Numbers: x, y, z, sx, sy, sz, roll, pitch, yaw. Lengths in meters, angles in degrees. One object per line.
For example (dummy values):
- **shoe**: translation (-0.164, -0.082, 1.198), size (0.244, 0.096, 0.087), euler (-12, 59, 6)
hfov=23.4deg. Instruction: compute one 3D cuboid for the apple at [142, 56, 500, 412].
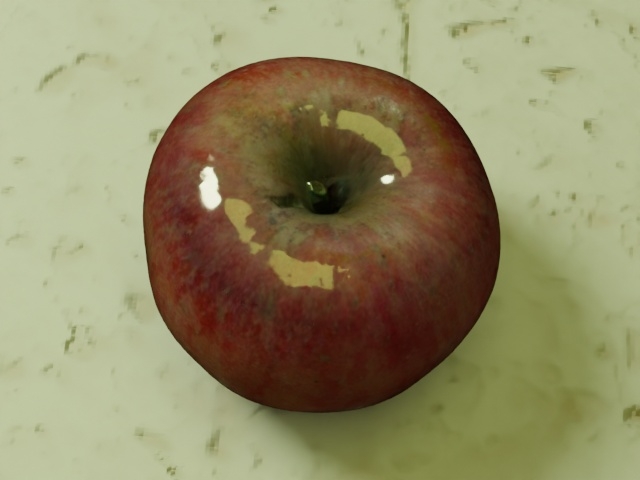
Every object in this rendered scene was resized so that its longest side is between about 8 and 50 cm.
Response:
- **apple**: translation (0.000, 0.000, 0.654), size (0.153, 0.120, 0.153), euler (5, 63, -9)
